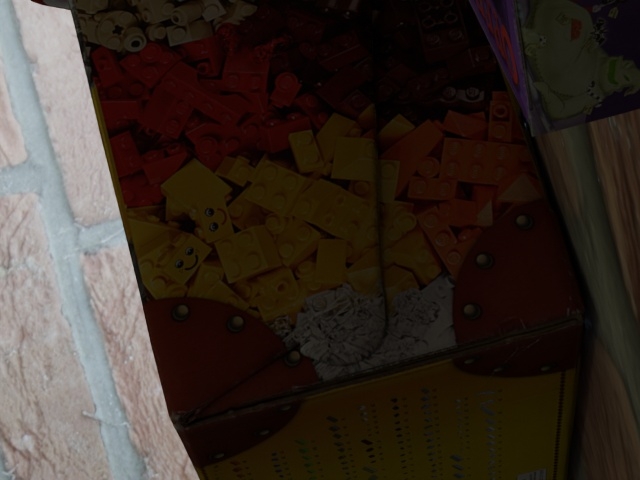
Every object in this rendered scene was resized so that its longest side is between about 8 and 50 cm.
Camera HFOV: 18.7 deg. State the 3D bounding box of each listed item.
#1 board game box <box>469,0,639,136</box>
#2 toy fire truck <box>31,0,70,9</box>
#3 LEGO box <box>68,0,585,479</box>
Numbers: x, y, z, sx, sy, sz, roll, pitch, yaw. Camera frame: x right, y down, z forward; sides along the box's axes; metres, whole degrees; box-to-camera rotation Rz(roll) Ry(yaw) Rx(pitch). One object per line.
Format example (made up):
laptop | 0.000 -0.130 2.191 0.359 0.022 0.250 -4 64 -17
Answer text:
board game box | 0.036 -0.216 0.677 0.347 0.056 0.208 -107 7 -51
toy fire truck | -0.128 -0.213 1.308 0.254 0.302 0.169 -27 66 48
LEGO box | 0.000 0.000 1.127 0.500 0.193 0.372 79 175 -64
